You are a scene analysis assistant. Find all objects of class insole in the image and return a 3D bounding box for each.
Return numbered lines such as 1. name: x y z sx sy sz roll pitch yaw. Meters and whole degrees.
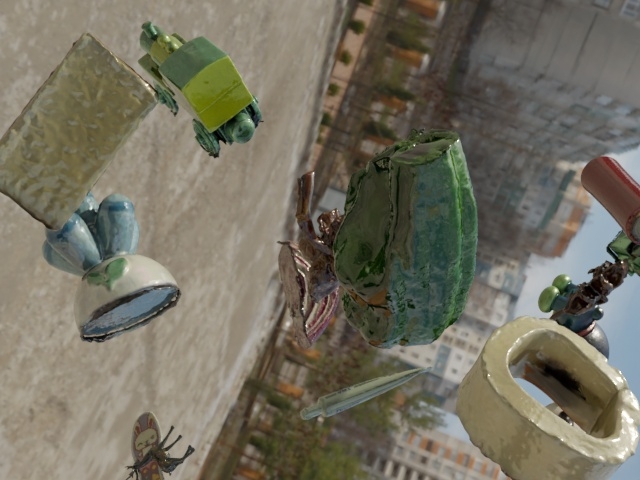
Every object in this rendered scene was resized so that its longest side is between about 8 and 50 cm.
1. insole: -0.308 0.390 1.437 0.004 0.065 0.197 54 12 -45

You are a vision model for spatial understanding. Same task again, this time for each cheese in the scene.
1. cheese: 0.438 0.312 1.516 0.292 0.332 0.153 -24 147 -41

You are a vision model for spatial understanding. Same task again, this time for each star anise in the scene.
1. star anise: 0.009 -0.007 1.947 0.148 0.237 0.346 -25 121 -22
2. star anise: 0.583 0.108 1.726 0.177 0.073 0.234 -38 172 -5

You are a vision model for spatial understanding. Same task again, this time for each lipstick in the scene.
1. lipstick: 0.531 -0.074 1.408 0.241 0.080 0.080 -97 -156 -64

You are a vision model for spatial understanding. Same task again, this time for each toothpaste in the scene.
1. toothpaste: 0.082 0.270 1.437 0.067 0.255 0.037 130 -59 -68

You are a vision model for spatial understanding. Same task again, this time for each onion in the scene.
1. onion: -0.034 0.147 2.314 0.280 0.146 0.314 135 -60 -77

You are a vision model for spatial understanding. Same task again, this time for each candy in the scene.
1. candy: -0.447 -0.195 1.445 0.321 0.179 0.135 -54 -162 -3

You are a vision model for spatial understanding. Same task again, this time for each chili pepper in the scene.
1. chili pepper: 0.110 0.008 1.139 0.167 0.213 0.385 -43 146 -37

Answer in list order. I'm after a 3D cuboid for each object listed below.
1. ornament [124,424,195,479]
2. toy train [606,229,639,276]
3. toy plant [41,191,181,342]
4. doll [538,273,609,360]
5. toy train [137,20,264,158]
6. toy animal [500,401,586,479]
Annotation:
1. ornament: -0.277 0.377 1.357 0.125 0.073 0.028 -38 139 -19
2. toy train: 0.755 -0.033 1.744 0.269 0.115 0.154 -48 -166 -3
3. toy plant: -0.473 0.025 1.734 0.247 0.332 0.247 -27 167 -7
4. doll: 0.678 0.265 2.165 0.198 0.186 0.322 -37 131 -36
5. toy train: -0.264 -0.330 1.624 0.150 0.369 0.237 -40 139 -8
6. toy animal: 0.653 0.580 2.192 0.267 0.212 0.212 -56 177 13
